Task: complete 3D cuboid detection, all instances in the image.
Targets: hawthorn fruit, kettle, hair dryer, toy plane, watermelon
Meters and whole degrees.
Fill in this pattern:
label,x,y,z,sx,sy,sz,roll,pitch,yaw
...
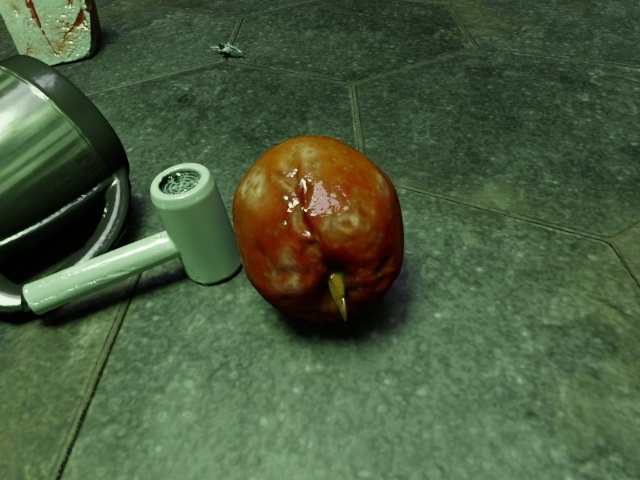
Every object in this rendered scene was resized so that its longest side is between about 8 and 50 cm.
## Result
label,x,y,z,sx,sy,sz,roll,pitch,yaw
hawthorn fruit,0.000,0.000,0.462,0.179,0.179,0.200,-6,37,-2
kettle,-0.395,-0.052,0.576,0.207,0.250,0.271,-5,38,47
hair dryer,-0.214,0.012,0.513,0.237,0.131,0.073,-22,45,-11
toy plane,-0.215,-0.446,1.094,0.083,0.031,0.079,18,33,26
watermelon,-0.631,-0.519,1.151,0.213,0.201,0.262,-18,1,-14
